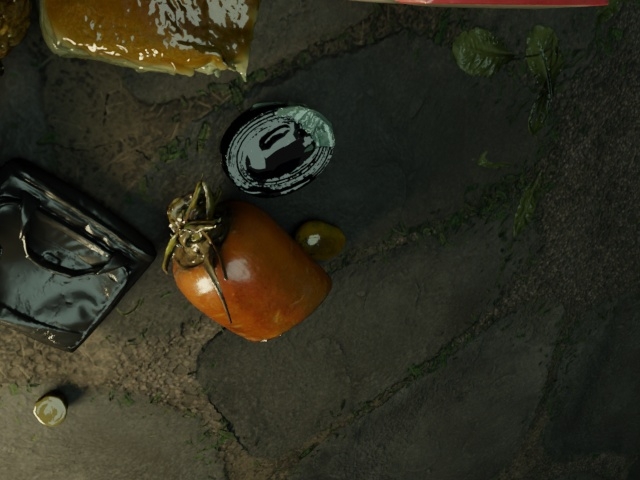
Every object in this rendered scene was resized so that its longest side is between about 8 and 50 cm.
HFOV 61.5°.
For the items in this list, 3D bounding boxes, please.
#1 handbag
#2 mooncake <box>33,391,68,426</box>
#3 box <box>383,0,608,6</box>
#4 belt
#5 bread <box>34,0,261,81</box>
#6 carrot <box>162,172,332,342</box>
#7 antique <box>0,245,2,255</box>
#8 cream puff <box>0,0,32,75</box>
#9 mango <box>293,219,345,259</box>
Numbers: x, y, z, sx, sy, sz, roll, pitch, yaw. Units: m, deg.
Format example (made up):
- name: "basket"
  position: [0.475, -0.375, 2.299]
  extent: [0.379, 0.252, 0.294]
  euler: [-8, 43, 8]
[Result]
- name: "handbag"
  position: [-0.426, 0.034, 0.835]
  extent: [0.244, 0.088, 0.275]
  euler: [-49, 123, -2]
- name: "mooncake"
  position: [-0.459, 0.434, 1.019]
  extent: [0.150, 0.057, 0.347]
  euler: [6, 114, -14]
- name: "box"
  position: [0.212, -0.498, 0.757]
  extent: [0.314, 0.300, 0.313]
  euler: [-9, 117, -21]
- name: "belt"
  position: [-0.072, -0.160, 0.914]
  extent: [0.198, 0.078, 0.151]
  euler: [-23, 117, -12]
- name: "bread"
  position: [-0.218, -0.339, 0.673]
  extent: [0.278, 0.225, 0.250]
  euler: [4, 106, -16]
- name: "carrot"
  position: [-0.140, 0.046, 0.904]
  extent: [0.331, 0.193, 0.214]
  euler: [49, 46, -32]
- name: "antique"
  position: [-0.542, 0.014, 0.700]
  extent: [0.220, 0.080, 0.081]
  euler: [15, 88, 11]
- name: "cream puff"
  position: [-0.457, -0.257, 0.652]
  extent: [0.183, 0.183, 0.169]
  euler: [6, 136, -28]
- name: "mango"
  position: [0.000, 0.000, 1.039]
  extent: [0.114, 0.057, 0.079]
  euler: [1, 108, -35]
